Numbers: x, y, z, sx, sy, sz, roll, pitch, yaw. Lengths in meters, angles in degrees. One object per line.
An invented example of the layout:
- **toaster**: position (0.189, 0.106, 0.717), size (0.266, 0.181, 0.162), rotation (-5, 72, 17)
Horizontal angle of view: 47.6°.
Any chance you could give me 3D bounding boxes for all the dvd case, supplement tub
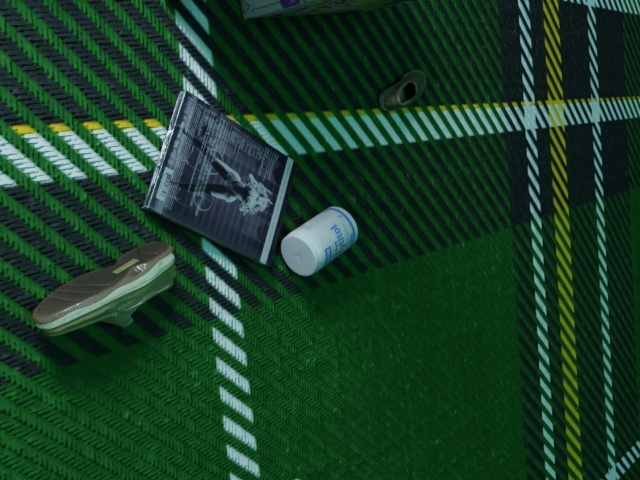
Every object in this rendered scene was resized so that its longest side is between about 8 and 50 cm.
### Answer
- **dvd case**: position (-0.126, -0.077, 0.983), size (0.221, 0.018, 0.165), rotation (29, 69, -44)
- **supplement tub**: position (0.000, 0.000, 1.086), size (0.107, 0.071, 0.071), rotation (-37, 117, -42)

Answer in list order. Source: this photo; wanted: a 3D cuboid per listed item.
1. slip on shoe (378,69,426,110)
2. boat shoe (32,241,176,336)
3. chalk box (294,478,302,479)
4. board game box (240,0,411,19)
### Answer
- **slip on shoe**: position (0.154, -0.263, 1.269), size (0.135, 0.041, 0.051), rotation (-34, 115, -42)
- **boat shoe**: position (-0.236, 0.070, 0.835), size (0.190, 0.068, 0.072), rotation (-31, 125, -43)
- **chalk box**: position (0.009, 0.445, 1.062), size (0.132, 0.132, 0.213), rotation (-19, 106, -46)
- **board game box**: position (0.021, -0.406, 1.044), size (0.275, 0.144, 0.142), rotation (-21, 107, -45)
